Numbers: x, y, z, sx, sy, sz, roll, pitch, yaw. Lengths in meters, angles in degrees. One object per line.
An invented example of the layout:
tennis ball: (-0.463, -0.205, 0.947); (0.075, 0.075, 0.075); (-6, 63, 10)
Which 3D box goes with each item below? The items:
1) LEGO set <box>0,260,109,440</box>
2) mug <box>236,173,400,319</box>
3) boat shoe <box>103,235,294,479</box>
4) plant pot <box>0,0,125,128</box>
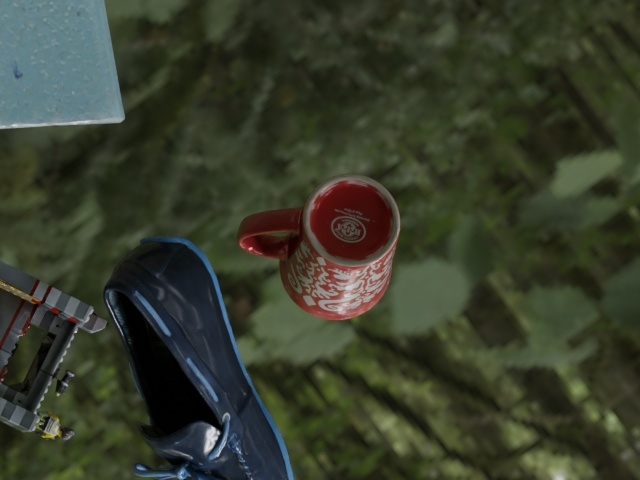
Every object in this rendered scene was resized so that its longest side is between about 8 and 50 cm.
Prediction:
LEGO set: (-0.285, 0.131, 1.408); (0.331, 0.192, 0.255); (-66, -169, -21)
mug: (0.005, 0.009, 1.898); (0.150, 0.113, 0.169); (-16, 168, -9)
boat shoe: (-0.101, 0.127, 1.429); (0.109, 0.258, 0.089); (-15, -166, 39)
plant pot: (-0.278, -0.181, 1.078); (0.248, 0.252, 0.247); (-6, -175, -39)
